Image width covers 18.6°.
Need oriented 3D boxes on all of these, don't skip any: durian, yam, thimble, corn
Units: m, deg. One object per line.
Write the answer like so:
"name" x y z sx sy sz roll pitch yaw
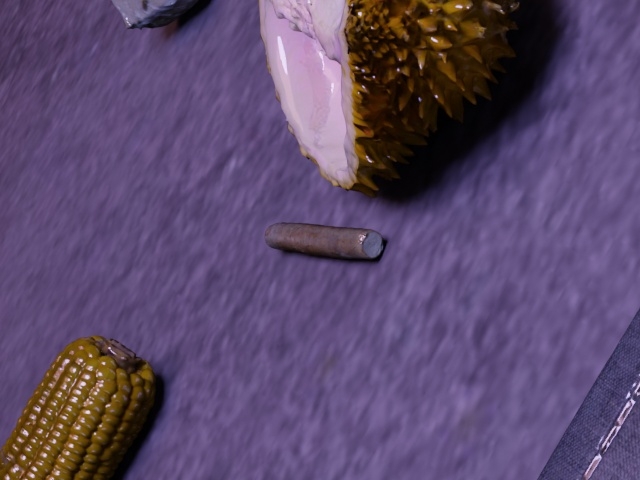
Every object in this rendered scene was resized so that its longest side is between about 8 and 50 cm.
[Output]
"durian" 0.038 -0.132 1.180 0.138 0.183 0.249 -28 26 -14
"yam" 0.000 0.000 1.231 0.116 0.021 0.021 5 71 55
"thimble" -0.127 -0.216 1.516 0.062 0.084 0.110 -33 40 37
"corn" -0.191 0.169 1.323 0.231 0.080 0.080 -58 32 6

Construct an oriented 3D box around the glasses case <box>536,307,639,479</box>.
"glasses case" 0.167 0.100 0.809 0.323 0.131 0.074 -60 31 4
